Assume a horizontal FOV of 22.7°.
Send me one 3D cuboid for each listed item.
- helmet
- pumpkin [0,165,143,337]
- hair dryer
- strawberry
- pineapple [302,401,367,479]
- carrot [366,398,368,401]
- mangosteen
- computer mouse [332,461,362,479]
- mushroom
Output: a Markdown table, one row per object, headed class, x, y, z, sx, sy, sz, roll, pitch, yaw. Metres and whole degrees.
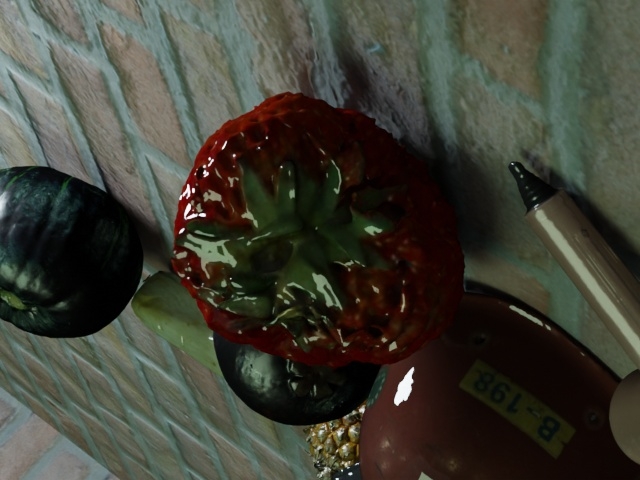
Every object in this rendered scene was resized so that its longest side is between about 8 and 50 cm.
| class | x | y | z | sx | sy | sz | roll | pitch | yaw |
| --- | --- | --- | --- | --- | --- | --- | --- | --- | --- |
| helmet | 0.187 | 0.262 | 1.775 | 0.385 | 0.230 | 0.337 | 37 | 149 | 8 |
| pumpkin | -0.414 | 0.008 | 2.418 | 0.315 | 0.238 | 0.315 | 19 | 156 | 9 |
| hair dryer | 0.281 | 0.063 | 1.492 | 0.344 | 0.107 | 0.189 | 53 | 160 | -2 |
| strawberry | 0.000 | 0.000 | 1.654 | 0.312 | 0.267 | 0.351 | 39 | -176 | -4 |
| pineapple | 0.037 | 0.309 | 2.306 | 0.176 | 0.137 | 0.161 | 26 | 154 | 35 |
| carrot | 0.094 | 0.206 | 2.099 | 0.260 | 0.070 | 0.070 | 34 | 158 | 23 |
| mangosteen | -0.025 | 0.119 | 1.974 | 0.243 | 0.243 | 0.243 | 36 | 158 | 17 |
| computer mouse | 0.150 | 0.341 | 2.173 | 0.269 | 0.100 | 0.170 | -16 | 130 | 41 |
| mushroom | -0.153 | 0.146 | 2.385 | 0.312 | 0.100 | 0.081 | 33 | 152 | 27 |
